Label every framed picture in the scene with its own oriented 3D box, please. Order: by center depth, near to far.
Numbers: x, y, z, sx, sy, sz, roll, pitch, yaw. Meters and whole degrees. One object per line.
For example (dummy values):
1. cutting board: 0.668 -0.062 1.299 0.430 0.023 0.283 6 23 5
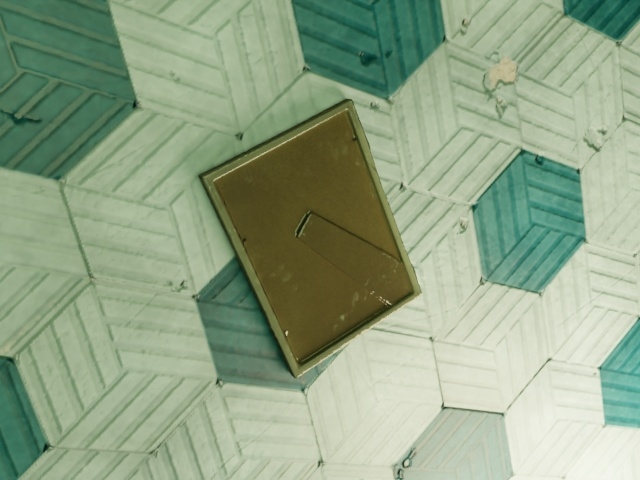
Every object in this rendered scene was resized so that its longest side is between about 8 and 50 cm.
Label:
1. framed picture: 0.000 0.000 0.783 0.184 0.016 0.250 -32 115 -19
